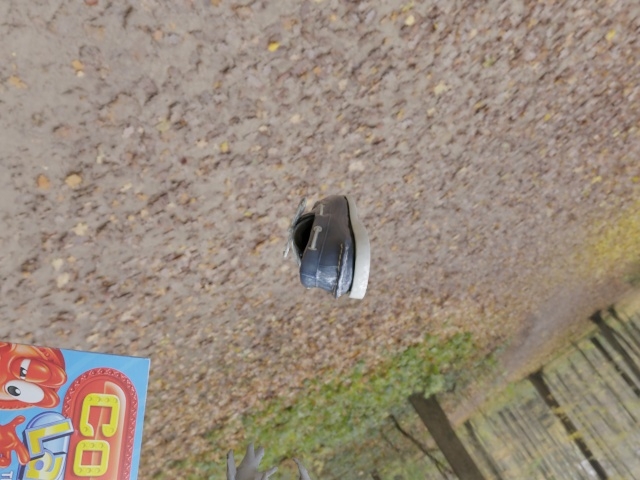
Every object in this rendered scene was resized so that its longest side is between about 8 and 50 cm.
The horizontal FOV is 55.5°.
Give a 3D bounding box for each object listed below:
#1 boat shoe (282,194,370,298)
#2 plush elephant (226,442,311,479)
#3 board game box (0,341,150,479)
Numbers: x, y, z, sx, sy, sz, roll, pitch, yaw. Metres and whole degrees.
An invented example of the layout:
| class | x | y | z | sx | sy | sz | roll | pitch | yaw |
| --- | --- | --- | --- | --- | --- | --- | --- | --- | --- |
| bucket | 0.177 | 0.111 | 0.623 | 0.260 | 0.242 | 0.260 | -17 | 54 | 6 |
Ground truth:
| class | x | y | z | sx | sy | sz | roll | pitch | yaw |
| --- | --- | --- | --- | --- | --- | --- | --- | --- | --- |
| boat shoe | 0.000 | 0.000 | 0.717 | 0.079 | 0.254 | 0.095 | 7 | 111 | -8 |
| plush elephant | -0.112 | 0.225 | 0.163 | 0.255 | 0.272 | 0.330 | -49 | 178 | 16 |
| board game box | -0.291 | 0.219 | 0.416 | 0.301 | 0.309 | 0.086 | 14 | 157 | -34 |
